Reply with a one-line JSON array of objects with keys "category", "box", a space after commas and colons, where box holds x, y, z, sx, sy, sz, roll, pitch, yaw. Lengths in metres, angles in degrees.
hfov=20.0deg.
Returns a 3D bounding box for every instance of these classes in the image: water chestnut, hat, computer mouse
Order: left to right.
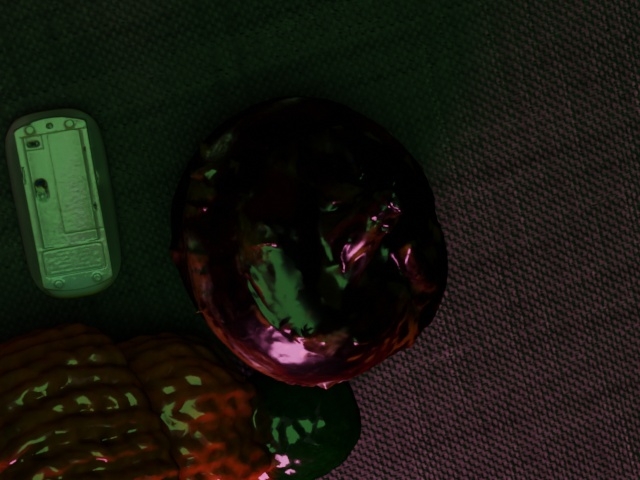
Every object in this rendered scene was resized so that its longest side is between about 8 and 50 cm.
[{"category": "computer mouse", "box": [-0.261, -0.039, 1.849, 0.102, 0.045, 0.199, -10, 108, -4]}, {"category": "hat", "box": [-0.152, 0.189, 1.829, 0.400, 0.285, 0.285, -21, 109, -13]}, {"category": "water chestnut", "box": [0.000, 0.000, 1.781, 0.300, 0.300, 0.300, -2, 107, -8]}]
